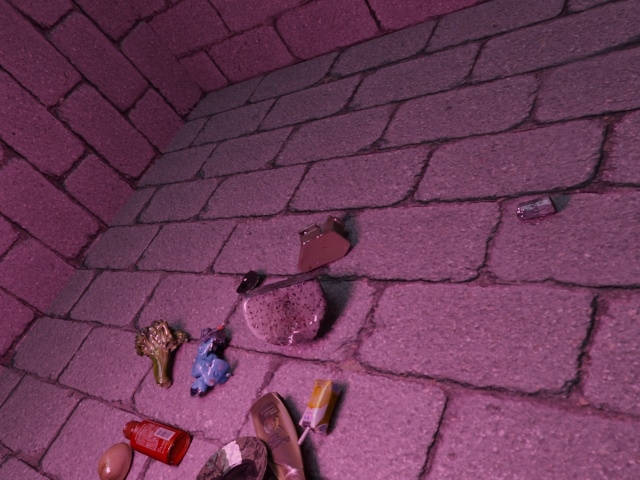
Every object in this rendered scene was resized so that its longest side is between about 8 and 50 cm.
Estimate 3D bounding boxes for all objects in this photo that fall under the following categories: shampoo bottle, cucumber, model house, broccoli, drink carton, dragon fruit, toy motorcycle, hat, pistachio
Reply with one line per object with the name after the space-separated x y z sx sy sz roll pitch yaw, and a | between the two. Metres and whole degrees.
-0.110 0.603 1.551 0.126 0.084 0.350 -39 37 3 | shampoo bottle
0.652 -0.096 1.614 0.112 0.064 0.064 -18 42 31 | cucumber
-0.003 -0.002 2.052 0.229 0.122 0.188 -26 34 12 | model house
-0.623 0.455 2.156 0.199 0.177 0.275 -23 58 -34 | broccoli
-0.590 0.704 1.881 0.314 0.076 0.118 -3 52 41 | shampoo bottle
-0.008 0.513 1.559 0.084 0.074 0.199 -5 50 40 | drink carton
-0.117 0.244 1.840 0.283 0.203 0.221 -15 5 -6 | dragon fruit
-0.405 0.436 1.960 0.182 0.124 0.272 -32 36 29 | toy motorcycle
-0.233 0.705 1.518 0.266 0.128 0.265 -22 32 15 | hat
-0.734 0.797 1.897 0.113 0.113 0.149 -7 41 37 | pistachio
-0.288 0.180 2.173 0.121 0.050 0.121 -30 37 26 | hat
